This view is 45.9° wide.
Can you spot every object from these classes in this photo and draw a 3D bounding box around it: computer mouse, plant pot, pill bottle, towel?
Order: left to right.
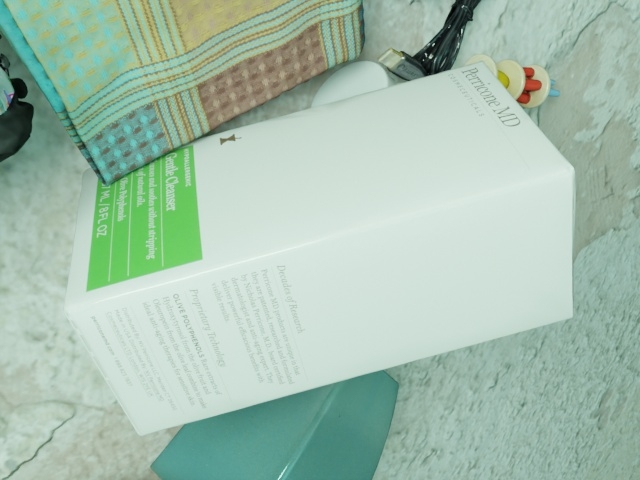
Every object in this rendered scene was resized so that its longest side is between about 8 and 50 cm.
[{"bbox_3d":[-0.091,-0.207,0.490,0.271,0.040,0.370,-29,149,-11],"label":"towel"},{"bbox_3d":[-0.030,0.219,0.850,0.234,0.165,0.165,-55,136,-10],"label":"plant pot"},{"bbox_3d":[0.082,-0.089,0.784,0.118,0.117,0.208,-52,136,-1],"label":"pill bottle"},{"bbox_3d":[0.081,-0.262,0.726,0.262,0.060,0.184,18,99,-56],"label":"computer mouse"}]

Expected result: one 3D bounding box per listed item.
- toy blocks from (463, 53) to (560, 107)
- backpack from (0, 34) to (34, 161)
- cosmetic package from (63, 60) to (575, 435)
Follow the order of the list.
[{"bbox_3d":[0.224,-0.153,0.906,0.148,0.054,0.123,-1,115,-39],"label":"toy blocks"},{"bbox_3d":[-0.251,-0.103,0.397,0.152,0.115,0.182,-36,133,-16],"label":"backpack"},{"bbox_3d":[0.000,0.000,0.627,0.365,0.197,0.155,-17,128,-1],"label":"cosmetic package"}]
